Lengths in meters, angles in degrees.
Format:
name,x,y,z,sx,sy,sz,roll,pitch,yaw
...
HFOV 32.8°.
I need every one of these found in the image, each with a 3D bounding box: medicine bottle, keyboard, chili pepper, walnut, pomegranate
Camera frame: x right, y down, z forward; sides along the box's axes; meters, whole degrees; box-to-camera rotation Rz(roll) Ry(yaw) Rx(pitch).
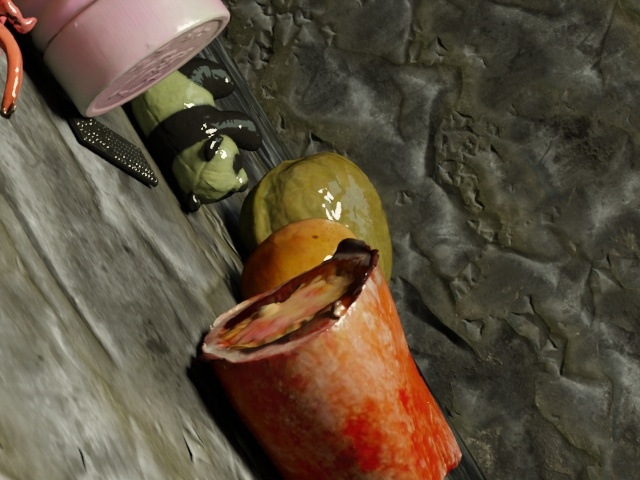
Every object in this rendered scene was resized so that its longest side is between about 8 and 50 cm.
name,x,y,z,sx,sy,sz,roll,pitch,yaw
medicine bottle,-0.275,-0.327,1.220,0.325,0.212,0.212,54,6,-2
keyboard,-0.251,-0.114,1.307,0.061,0.013,0.204,59,6,18
chili pepper,0.037,0.177,1.163,0.305,0.229,0.251,56,-10,-7
walnut,0.000,0.000,1.718,0.283,0.227,0.283,21,60,-40
pomegranate,-0.014,0.061,1.498,0.191,0.191,0.191,56,6,-10

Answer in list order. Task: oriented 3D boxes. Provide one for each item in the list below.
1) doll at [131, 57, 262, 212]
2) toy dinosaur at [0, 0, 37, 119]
name,x,y,z,sx,sy,sz,roll,pitch,yaw
doll,-0.182,-0.152,1.534,0.135,0.143,0.234,-10,67,-57
toy dinosaur,-0.343,-0.233,1.027,0.139,0.070,0.286,40,19,-37
